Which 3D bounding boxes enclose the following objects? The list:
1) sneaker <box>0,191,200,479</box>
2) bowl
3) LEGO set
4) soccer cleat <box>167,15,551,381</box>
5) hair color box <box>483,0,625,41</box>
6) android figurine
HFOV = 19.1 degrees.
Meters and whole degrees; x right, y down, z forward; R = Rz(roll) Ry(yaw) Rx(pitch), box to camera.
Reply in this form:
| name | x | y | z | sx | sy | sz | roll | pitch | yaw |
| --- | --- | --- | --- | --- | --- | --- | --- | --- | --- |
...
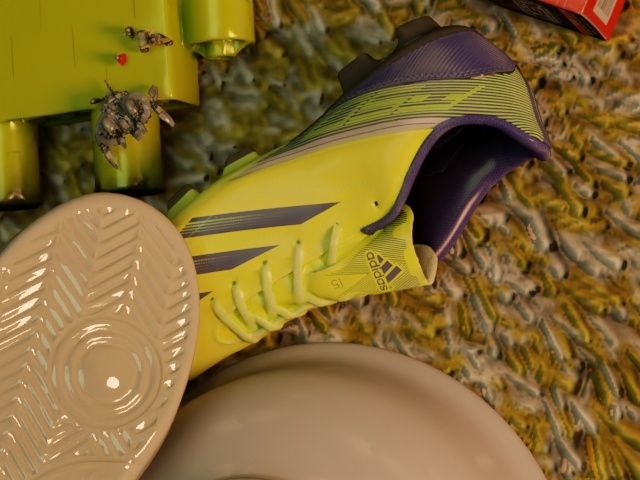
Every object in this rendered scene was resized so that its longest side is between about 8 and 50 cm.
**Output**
| name | x | y | z | sx | sy | sz | roll | pitch | yaw |
| --- | --- | --- | --- | --- | --- | --- | --- | --- | --- |
| sneaker | -0.174 | 0.141 | 1.006 | 0.131 | 0.148 | 0.350 | 27 | 72 | -11 |
| bowl | -0.019 | 0.199 | 1.017 | 0.297 | 0.134 | 0.298 | -3 | 82 | 21 |
| LEGO set | -0.112 | -0.083 | 1.092 | 0.054 | 0.023 | 0.083 | -4 | 86 | 20 |
| soccer cleat | 0.000 | -0.001 | 1.052 | 0.289 | 0.093 | 0.121 | -40 | 60 | 9 |
| hair color box | 0.096 | -0.157 | 1.054 | 0.141 | 0.072 | 0.043 | 22 | 91 | 22 |
| android figurine | -0.160 | -0.157 | 1.155 | 0.248 | 0.056 | 0.273 | -8 | 83 | 20 |
